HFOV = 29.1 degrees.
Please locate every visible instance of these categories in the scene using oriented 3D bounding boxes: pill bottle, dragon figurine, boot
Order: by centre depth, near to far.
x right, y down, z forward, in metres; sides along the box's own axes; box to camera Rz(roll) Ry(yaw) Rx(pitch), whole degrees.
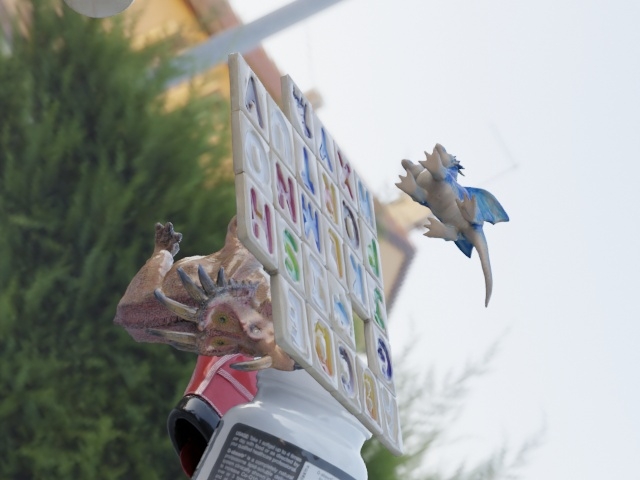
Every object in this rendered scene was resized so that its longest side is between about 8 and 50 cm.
[{"bbox_3d":[-0.050,0.256,1.190,0.162,0.278,0.162,24,-17,8],"label":"pill bottle"},{"bbox_3d":[-0.085,0.237,1.385,0.244,0.088,0.176,59,34,-30],"label":"boot"},{"bbox_3d":[0.188,-0.035,1.630,0.144,0.085,0.289,21,28,-54],"label":"dragon figurine"}]

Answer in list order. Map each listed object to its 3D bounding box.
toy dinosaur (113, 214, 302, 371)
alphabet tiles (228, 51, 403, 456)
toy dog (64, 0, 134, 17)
[{"bbox_3d":[-0.125,0.060,1.186,0.295,0.200,0.127,-18,-65,37],"label":"toy dinosaur"},{"bbox_3d":[0.000,0.000,0.735,0.237,0.009,0.198,51,29,-55],"label":"alphabet tiles"},{"bbox_3d":[-0.188,-0.388,1.223,0.161,0.334,0.220,24,20,-44],"label":"toy dog"}]
